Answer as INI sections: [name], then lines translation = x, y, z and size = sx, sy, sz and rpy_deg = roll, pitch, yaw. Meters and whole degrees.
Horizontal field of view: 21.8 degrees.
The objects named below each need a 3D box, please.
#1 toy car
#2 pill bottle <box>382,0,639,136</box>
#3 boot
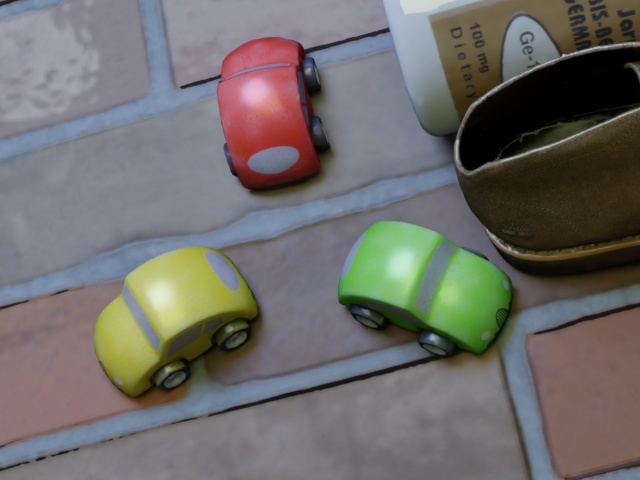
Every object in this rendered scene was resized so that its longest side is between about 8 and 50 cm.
[toy car]
translation = 0.000, 0.000, 0.939
size = 0.225, 0.053, 0.239
rpy_deg = 19, 74, 20
[pill bottle]
translation = 0.151, -0.148, 0.920
size = 0.229, 0.131, 0.131
rpy_deg = -15, 65, 8
[boot]
translation = 0.216, -0.064, 0.853
size = 0.305, 0.115, 0.112
rpy_deg = -17, 60, 16
